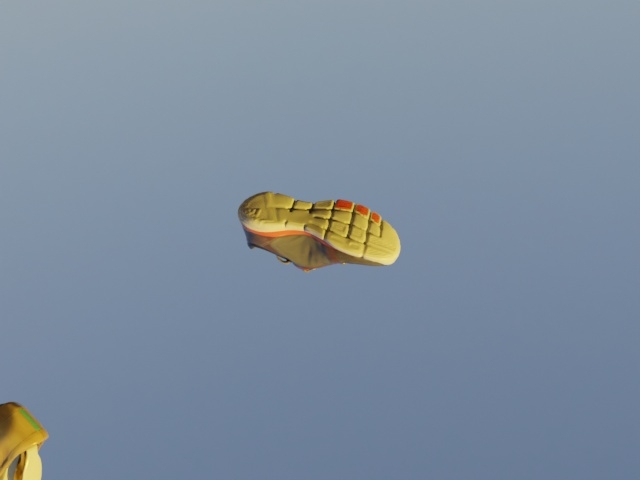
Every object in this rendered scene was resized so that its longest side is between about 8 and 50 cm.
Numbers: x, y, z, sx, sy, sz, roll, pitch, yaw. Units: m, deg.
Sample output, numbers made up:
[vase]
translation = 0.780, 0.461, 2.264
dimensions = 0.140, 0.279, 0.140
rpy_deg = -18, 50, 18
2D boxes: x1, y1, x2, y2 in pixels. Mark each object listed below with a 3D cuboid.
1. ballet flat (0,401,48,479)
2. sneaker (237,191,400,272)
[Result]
[ballet flat]
translation = -0.348, 0.283, 1.440
dimensions = 0.073, 0.232, 0.080
rpy_deg = 30, -150, 19
[sneaker]
translation = 0.000, 0.000, 1.248
dimensions = 0.158, 0.065, 0.061
rpy_deg = 16, -133, 16
